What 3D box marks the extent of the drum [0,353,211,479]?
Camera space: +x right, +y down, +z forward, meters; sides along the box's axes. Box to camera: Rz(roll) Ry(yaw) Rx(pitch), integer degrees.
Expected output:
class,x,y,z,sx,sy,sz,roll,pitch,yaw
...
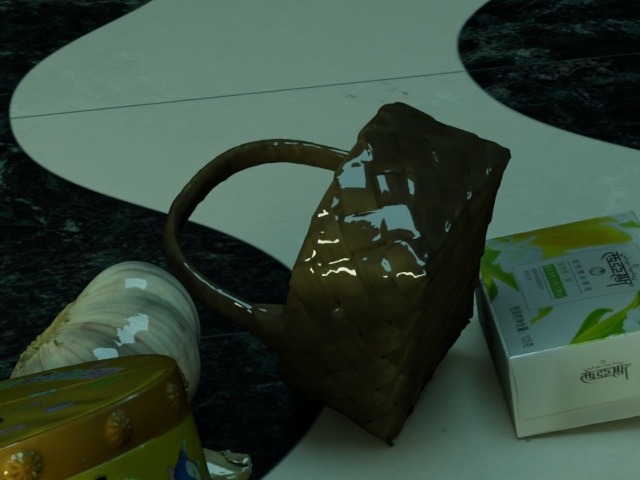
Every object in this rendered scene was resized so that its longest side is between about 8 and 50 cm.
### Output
class,x,y,z,sx,sy,sz,roll,pitch,yaw
drum,-0.281,0.249,1.505,0.431,0.214,0.431,-15,5,1

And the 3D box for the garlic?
class,x,y,z,sx,sy,sz,roll,pitch,yaw
garlic,-0.178,0.165,1.888,0.253,0.245,0.245,38,32,-4

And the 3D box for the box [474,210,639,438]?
class,x,y,z,sx,sy,sz,roll,pitch,yaw
box,0.275,0.085,2.034,0.194,0.111,0.260,-11,26,-1

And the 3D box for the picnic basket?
class,x,y,z,sx,sy,sz,roll,pitch,yaw
picnic basket,0.000,0.000,1.962,0.337,0.337,0.293,12,42,25
